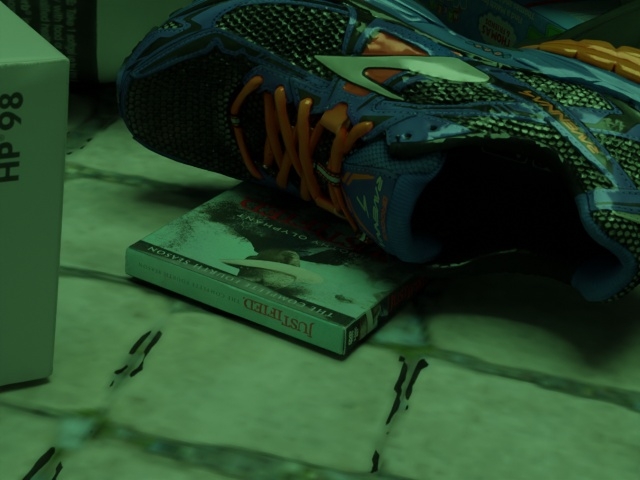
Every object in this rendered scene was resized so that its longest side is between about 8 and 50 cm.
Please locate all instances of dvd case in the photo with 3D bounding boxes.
[{"bbox_3d":[0.000,0.000,0.536,0.087,0.013,0.119,19,30,25],"label":"dvd case"}]

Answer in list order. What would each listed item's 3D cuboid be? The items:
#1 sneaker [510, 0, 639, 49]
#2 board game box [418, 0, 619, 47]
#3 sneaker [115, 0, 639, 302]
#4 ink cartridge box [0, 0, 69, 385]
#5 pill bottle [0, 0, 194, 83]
[{"bbox_3d":[0.194,-0.079,0.652,0.286,0.109,0.130,-10,20,-38],"label":"sneaker"},{"bbox_3d":[0.138,-0.133,0.811,0.160,0.039,0.211,-8,30,-27],"label":"board game box"},{"bbox_3d":[0.025,-0.035,0.512,0.221,0.083,0.087,10,39,20],"label":"sneaker"},{"bbox_3d":[-0.124,-0.022,0.449,0.060,0.104,0.180,-9,30,-31],"label":"ink cartridge box"},{"bbox_3d":[-0.143,-0.151,0.644,0.279,0.162,0.162,4,26,-6],"label":"pill bottle"}]
